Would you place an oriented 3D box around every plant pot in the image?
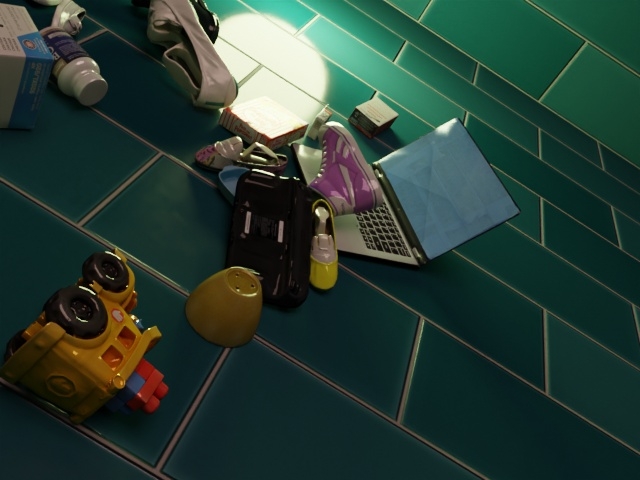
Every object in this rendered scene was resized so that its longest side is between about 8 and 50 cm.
[{"bbox_3d":[-0.153,0.101,1.195,0.134,0.095,0.134,23,35,-17],"label":"plant pot"}]

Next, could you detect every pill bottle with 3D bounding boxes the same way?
[{"bbox_3d":[-0.525,-0.363,1.456,0.169,0.094,0.094,45,35,16],"label":"pill bottle"}]

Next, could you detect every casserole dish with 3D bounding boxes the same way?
[{"bbox_3d":[-0.147,-0.087,1.491,0.188,0.037,0.114,46,35,18],"label":"casserole dish"}]

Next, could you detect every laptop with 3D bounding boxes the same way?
[{"bbox_3d":[0.191,-0.151,1.681,0.407,0.236,0.382,12,39,-31],"label":"laptop"}]

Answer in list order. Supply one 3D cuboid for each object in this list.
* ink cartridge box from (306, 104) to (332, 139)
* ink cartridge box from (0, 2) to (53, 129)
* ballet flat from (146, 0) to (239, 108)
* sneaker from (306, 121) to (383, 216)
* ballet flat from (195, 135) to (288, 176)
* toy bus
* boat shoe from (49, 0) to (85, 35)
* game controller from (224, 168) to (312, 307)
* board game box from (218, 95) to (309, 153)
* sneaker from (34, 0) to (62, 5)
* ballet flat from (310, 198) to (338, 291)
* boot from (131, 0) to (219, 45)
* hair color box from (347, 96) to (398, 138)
[{"bbox_3d":[0.003,-0.324,1.890,0.029,0.063,0.115,33,33,-1],"label":"ink cartridge box"},{"bbox_3d":[-0.636,-0.319,1.238,0.232,0.168,0.171,-6,52,-44],"label":"ink cartridge box"},{"bbox_3d":[-0.348,-0.490,1.717,0.139,0.139,0.400,-16,69,-50],"label":"ballet flat"},{"bbox_3d":[0.016,-0.168,1.616,0.161,0.102,0.282,-18,49,-13],"label":"sneaker"},{"bbox_3d":[-0.171,-0.190,1.559,0.221,0.079,0.077,8,42,-34],"label":"ballet flat"},{"bbox_3d":[-0.301,0.147,0.984,0.211,0.149,0.220,42,29,-13],"label":"toy bus"},{"bbox_3d":[-0.590,-0.509,1.621,0.063,0.066,0.184,20,26,-19],"label":"boat shoe"},{"bbox_3d":[-0.098,-0.013,1.385,0.166,0.067,0.319,10,50,-10],"label":"game controller"},{"bbox_3d":[-0.139,-0.291,1.732,0.146,0.045,0.193,34,33,13],"label":"board game box"},{"bbox_3d":[-0.655,-0.696,1.714,0.104,0.147,0.296,23,36,-20],"label":"sneaker"},{"bbox_3d":[0.000,0.000,1.458,0.077,0.077,0.231,6,43,-8],"label":"ballet flat"},{"bbox_3d":[-0.403,-0.624,1.889,0.207,0.094,0.246,6,40,-37],"label":"boot"},{"bbox_3d":[0.161,-0.372,2.097,0.093,0.053,0.167,41,33,8],"label":"hair color box"}]
